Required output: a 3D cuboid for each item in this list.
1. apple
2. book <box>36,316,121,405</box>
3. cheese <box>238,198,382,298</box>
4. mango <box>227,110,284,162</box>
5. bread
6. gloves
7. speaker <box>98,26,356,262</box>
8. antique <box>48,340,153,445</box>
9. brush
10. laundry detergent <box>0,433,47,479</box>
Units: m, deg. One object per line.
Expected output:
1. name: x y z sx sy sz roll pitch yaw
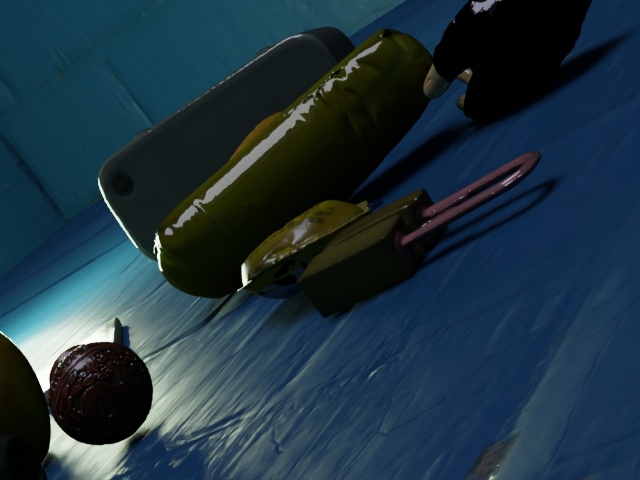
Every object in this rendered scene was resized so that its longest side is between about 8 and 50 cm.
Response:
1. apple: -0.394 0.197 1.682 0.237 0.207 0.237 -35 -10 -7
2. book: -0.373 0.203 2.040 0.295 0.020 0.208 -36 9 -2
3. cheese: 0.000 0.000 1.575 0.156 0.064 0.250 -31 1 24
4. mango: -0.062 -0.071 1.998 0.157 0.109 0.262 -45 -4 -24
5. bread: -0.019 -0.075 1.794 0.383 0.112 0.166 -42 -10 -2
6. gloves: 0.193 -0.199 1.718 0.164 0.124 0.203 -14 -31 -19
7. speaker: -0.109 -0.148 2.339 0.406 0.183 0.184 -32 5 20
8. antique: -0.202 0.143 1.499 0.104 0.104 0.104 -35 10 7
9. brush: 0.094 -0.015 1.367 0.233 0.047 0.103 -28 12 34
10. laundry detergent: -0.359 0.267 1.475 0.221 0.078 0.144 -32 8 1
